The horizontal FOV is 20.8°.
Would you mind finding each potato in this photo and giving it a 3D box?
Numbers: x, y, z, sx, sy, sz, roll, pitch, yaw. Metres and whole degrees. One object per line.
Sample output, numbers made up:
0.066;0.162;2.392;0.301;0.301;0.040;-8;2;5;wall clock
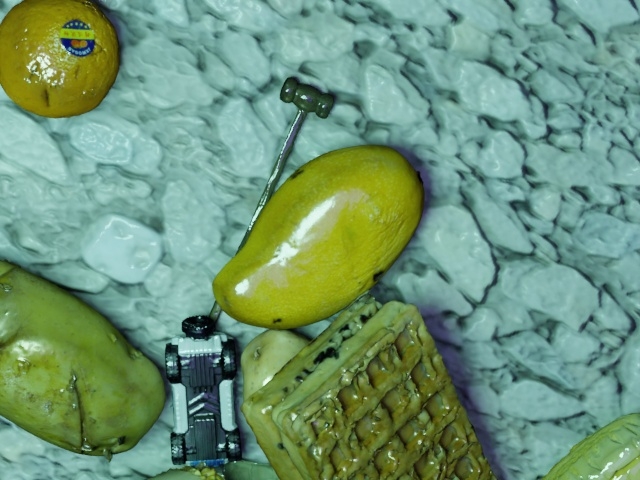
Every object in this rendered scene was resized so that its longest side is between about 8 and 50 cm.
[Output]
-0.023;0.178;1.946;0.109;0.118;0.178;-21;121;35;potato
-0.308;0.124;1.892;0.300;0.140;0.173;36;136;-10;potato

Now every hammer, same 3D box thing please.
-0.068;-0.039;1.940;0.058;0.029;0.292;23;101;-7;hammer

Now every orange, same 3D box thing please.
-0.281;-0.193;1.842;0.135;0.117;0.135;15;65;-35;orange

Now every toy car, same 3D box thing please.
-0.132;0.169;1.952;0.080;0.070;0.170;-4;104;-4;toy car

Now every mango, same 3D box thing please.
-0.001;-0.003;1.908;0.262;0.109;0.157;-36;118;1;mango

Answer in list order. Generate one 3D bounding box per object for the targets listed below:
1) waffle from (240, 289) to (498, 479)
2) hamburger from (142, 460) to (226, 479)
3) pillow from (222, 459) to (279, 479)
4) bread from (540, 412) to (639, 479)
0.068;0.236;1.901;0.213;0.091;0.308;-41;122;-26;waffle
-0.149;0.392;1.898;0.179;0.276;0.294;0;68;-33;hamburger
-0.032;0.404;2.008;0.185;0.075;0.302;5;99;-3;pillow
0.321;0.308;2.000;0.140;0.106;0.236;44;96;-13;bread
